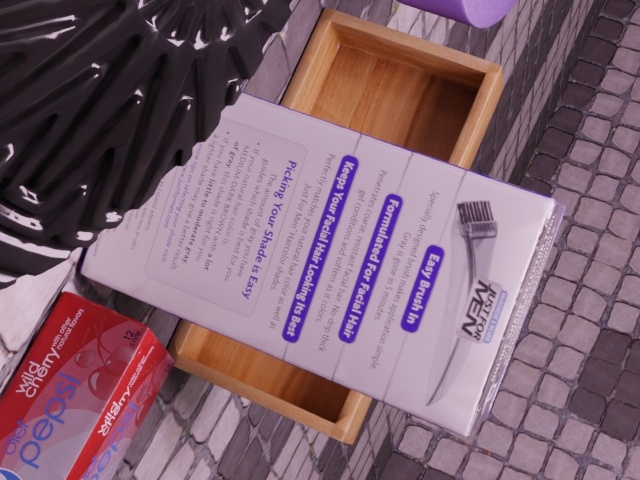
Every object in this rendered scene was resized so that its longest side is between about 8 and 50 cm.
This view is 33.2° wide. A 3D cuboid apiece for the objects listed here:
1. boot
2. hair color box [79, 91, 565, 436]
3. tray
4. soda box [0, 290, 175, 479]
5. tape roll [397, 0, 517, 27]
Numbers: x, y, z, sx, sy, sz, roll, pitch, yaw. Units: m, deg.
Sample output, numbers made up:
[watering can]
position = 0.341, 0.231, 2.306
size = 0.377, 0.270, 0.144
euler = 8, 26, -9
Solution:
[boot]
position = -0.124, -0.164, 0.460
size = 0.348, 0.260, 0.131
euler = -51, 145, -8
[hair color box]
position = 0.000, 0.000, 0.852
size = 0.185, 0.339, 0.110
euler = -70, 162, 6
[tray]
position = 0.019, -0.020, 1.118
size = 0.411, 0.203, 0.076
euler = -66, 164, -9
[soda box]
position = -0.219, 0.179, 0.840
size = 0.263, 0.083, 0.092
euler = -63, 163, -19
[tape roll]
position = 0.157, -0.349, 1.028
size = 0.275, 0.090, 0.275
euler = -47, 150, -38
